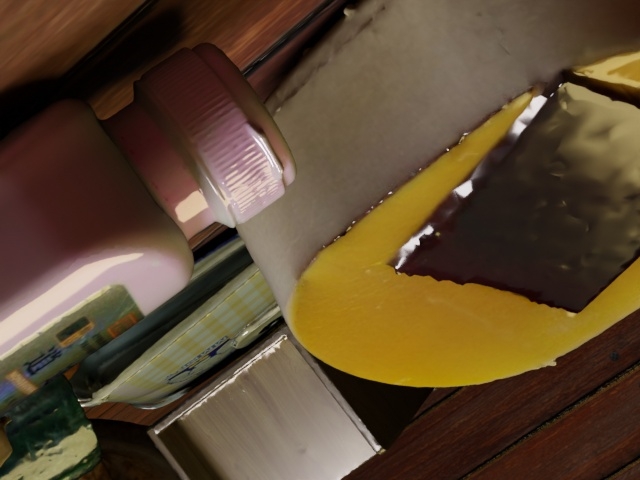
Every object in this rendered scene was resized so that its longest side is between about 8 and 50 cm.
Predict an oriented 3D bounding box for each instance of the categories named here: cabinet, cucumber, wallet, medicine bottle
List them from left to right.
[{"bbox_3d":[-0.112,0.015,0.478,0.219,0.078,0.115,-35,174,-7],"label":"medicine bottle"},{"bbox_3d":[-0.183,0.131,0.795,0.115,0.062,0.116,-31,171,-14],"label":"cucumber"},{"bbox_3d":[-0.104,0.068,1.169,0.223,0.077,0.309,-32,174,-3],"label":"wallet"},{"bbox_3d":[-0.016,0.158,1.291,0.175,0.148,0.215,-38,178,19],"label":"cabinet"}]

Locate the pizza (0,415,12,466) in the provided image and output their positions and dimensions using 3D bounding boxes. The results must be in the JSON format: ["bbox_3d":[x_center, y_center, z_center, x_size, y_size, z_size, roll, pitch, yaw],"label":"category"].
[{"bbox_3d":[-0.244,0.152,0.642,0.147,0.069,0.226,-52,155,21],"label":"pizza"}]

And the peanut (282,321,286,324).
[{"bbox_3d":[0.027,0.048,1.625,0.125,0.111,0.274,-34,177,35],"label":"peanut"}]

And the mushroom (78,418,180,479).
[{"bbox_3d":[-0.195,0.271,1.259,0.345,0.345,0.260,-30,140,-50],"label":"mushroom"}]

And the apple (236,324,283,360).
[{"bbox_3d":[-0.083,0.112,1.708,0.089,0.074,0.089,-15,177,-1],"label":"apple"}]

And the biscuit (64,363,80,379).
[{"bbox_3d":[-0.270,0.137,0.814,0.305,0.038,0.305,-36,174,-5],"label":"biscuit"}]

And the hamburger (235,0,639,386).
[{"bbox_3d":[0.090,-0.052,0.673,0.227,0.151,0.295,23,135,-40],"label":"hamburger"}]
